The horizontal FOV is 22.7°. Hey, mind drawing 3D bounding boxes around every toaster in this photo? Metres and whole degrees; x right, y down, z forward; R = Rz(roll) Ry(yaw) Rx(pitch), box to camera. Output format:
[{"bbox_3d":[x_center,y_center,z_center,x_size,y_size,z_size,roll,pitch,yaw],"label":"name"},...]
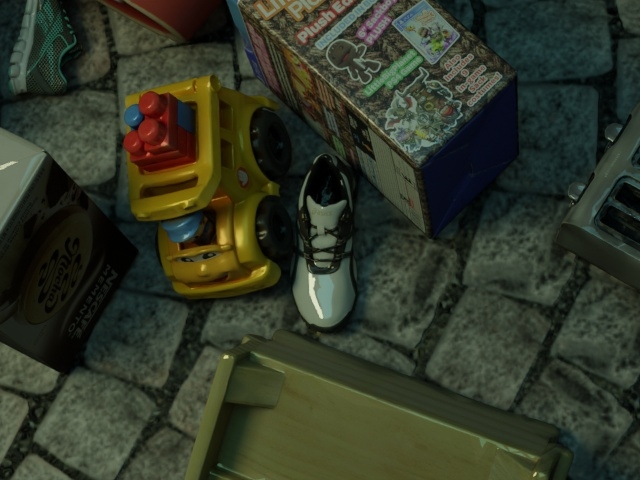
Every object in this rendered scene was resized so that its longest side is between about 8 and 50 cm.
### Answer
[{"bbox_3d":[0.358,-0.032,1.665,0.185,0.110,0.168,31,80,15],"label":"toaster"}]

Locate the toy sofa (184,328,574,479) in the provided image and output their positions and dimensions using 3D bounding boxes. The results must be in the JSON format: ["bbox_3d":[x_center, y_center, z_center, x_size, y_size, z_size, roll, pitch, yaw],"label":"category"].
[{"bbox_3d":[0.062,0.224,1.623,0.362,0.177,0.150,19,101,13],"label":"toy sofa"}]

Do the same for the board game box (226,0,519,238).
[{"bbox_3d":[0.058,-0.176,1.687,0.141,0.232,0.291,-44,73,-8],"label":"board game box"}]

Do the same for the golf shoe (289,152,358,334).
[{"bbox_3d":[0.000,0.000,1.714,0.077,0.094,0.198,-3,74,6],"label":"golf shoe"}]

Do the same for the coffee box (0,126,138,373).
[{"bbox_3d":[-0.316,0.010,1.645,0.119,0.297,0.168,25,78,18],"label":"coffee box"}]

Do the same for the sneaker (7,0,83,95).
[{"bbox_3d":[-0.312,-0.240,1.857,0.076,0.065,0.166,13,77,-6],"label":"sneaker"}]

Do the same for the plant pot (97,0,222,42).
[{"bbox_3d":[-0.176,-0.372,1.778,0.275,0.275,0.243,30,90,15],"label":"plant pot"}]

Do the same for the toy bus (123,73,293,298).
[{"bbox_3d":[-0.136,-0.065,1.675,0.149,0.211,0.220,-10,73,24],"label":"toy bus"}]
